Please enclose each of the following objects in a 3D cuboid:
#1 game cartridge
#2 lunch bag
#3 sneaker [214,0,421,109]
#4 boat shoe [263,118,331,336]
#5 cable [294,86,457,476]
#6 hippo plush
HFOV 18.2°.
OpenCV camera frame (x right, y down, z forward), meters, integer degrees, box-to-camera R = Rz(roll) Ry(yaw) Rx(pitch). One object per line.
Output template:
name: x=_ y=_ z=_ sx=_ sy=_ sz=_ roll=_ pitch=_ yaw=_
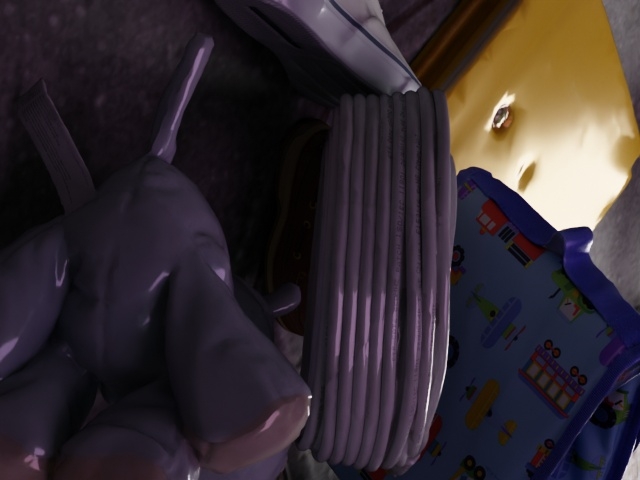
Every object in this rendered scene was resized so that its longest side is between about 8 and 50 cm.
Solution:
game cartridge: x=0.150 y=-0.065 z=1.656 sx=0.285 sy=0.053 sz=0.323 roll=-51 pitch=147 yaw=-17
lunch bag: x=0.133 y=0.104 z=1.517 sx=0.138 sy=0.221 sz=0.293 roll=-8 pitch=133 yaw=-36
sneaker: x=0.015 y=-0.155 z=1.374 sx=0.258 sy=0.094 sz=0.091 roll=42 pitch=64 yaw=-61
boat shoe: x=0.000 y=0.000 z=1.485 sx=0.064 sy=0.060 sz=0.178 roll=-25 pitch=131 yaw=-42
cable: x=0.036 y=0.025 z=1.334 sx=0.257 sy=0.089 sz=0.257 roll=102 pitch=-8 yaw=-80
hippo plush: x=-0.127 y=0.071 z=1.285 sx=0.234 sy=0.294 sz=0.236 roll=-17 pitch=162 yaw=1
